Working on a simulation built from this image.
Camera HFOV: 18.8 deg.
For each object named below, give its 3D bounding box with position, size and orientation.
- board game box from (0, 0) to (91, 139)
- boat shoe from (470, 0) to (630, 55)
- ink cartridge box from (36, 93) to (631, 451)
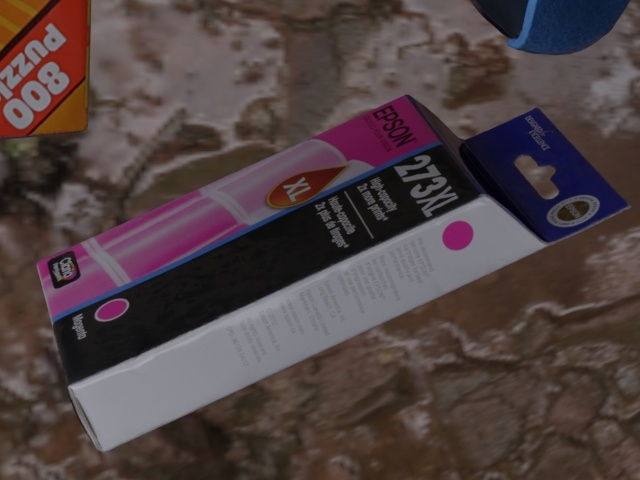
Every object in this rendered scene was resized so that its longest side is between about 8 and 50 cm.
[{"bbox_3d":[-0.329,-0.248,0.854,0.356,0.356,0.356,31,123,55],"label":"board game box"},{"bbox_3d":[0.122,-0.209,0.826,0.089,0.109,0.258,44,110,41],"label":"boat shoe"},{"bbox_3d":[0.000,0.000,1.268,0.371,0.176,0.069,-23,119,-4],"label":"ink cartridge box"}]
